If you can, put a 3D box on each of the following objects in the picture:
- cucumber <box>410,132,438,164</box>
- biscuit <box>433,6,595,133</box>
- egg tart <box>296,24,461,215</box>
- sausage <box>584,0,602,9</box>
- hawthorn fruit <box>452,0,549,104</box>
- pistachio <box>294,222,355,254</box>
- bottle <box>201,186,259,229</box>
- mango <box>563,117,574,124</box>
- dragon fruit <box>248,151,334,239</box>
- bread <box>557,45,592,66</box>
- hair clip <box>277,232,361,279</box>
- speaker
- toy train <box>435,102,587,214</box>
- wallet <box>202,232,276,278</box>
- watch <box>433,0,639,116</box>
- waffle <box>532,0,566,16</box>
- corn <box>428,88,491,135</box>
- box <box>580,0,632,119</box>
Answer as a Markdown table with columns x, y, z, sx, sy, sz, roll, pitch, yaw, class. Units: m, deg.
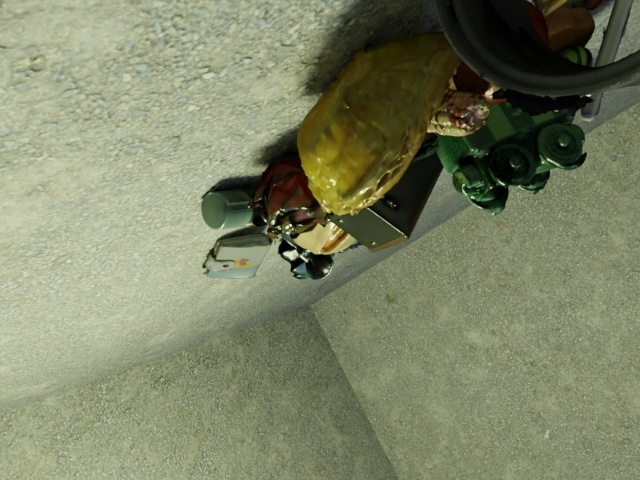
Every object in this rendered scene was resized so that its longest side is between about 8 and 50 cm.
| x | y | z | sx | sy | sz | roll | pitch | yaw | class |
| --- | --- | --- | --- | --- | --- | --- | --- | --- | --- |
| 0.130 | -0.158 | 1.082 | 0.211 | 0.078 | 0.062 | -29 | 140 | -21 | cucumber |
| 0.391 | -0.361 | 1.195 | 0.455 | 0.078 | 0.350 | -21 | 170 | -29 | biscuit |
| 0.081 | -0.205 | 0.872 | 0.339 | 0.153 | 0.351 | -58 | -165 | 0 | egg tart |
| 0.572 | -0.515 | 1.045 | 0.029 | 0.029 | 0.223 | -24 | 168 | -17 | sausage |
| 0.298 | -0.326 | 0.922 | 0.169 | 0.169 | 0.188 | -28 | 133 | -1 | hawthorn fruit |
| 0.031 | -0.074 | 1.424 | 0.187 | 0.187 | 0.299 | -18 | 160 | -41 | pistachio |
| -0.130 | -0.078 | 1.212 | 0.082 | 0.082 | 0.286 | -36 | 165 | 36 | bottle |
| 0.660 | -0.368 | 1.638 | 0.193 | 0.146 | 0.316 | -34 | -179 | 33 | mango |
| -0.045 | -0.094 | 1.109 | 0.182 | 0.188 | 0.182 | 0 | 136 | 0 | dragon fruit |
| 0.528 | -0.361 | 1.192 | 0.130 | 0.071 | 0.139 | -22 | 167 | -5 | bread |
| -0.005 | 0.003 | 1.669 | 0.310 | 0.194 | 0.206 | -35 | 178 | 25 | hair clip |
| 0.140 | -0.118 | 1.205 | 0.231 | 0.153 | 0.192 | -60 | -167 | -23 | speaker |
| 0.385 | -0.201 | 1.137 | 0.299 | 0.238 | 0.167 | -22 | 167 | -16 | toy train |
| -0.235 | 0.043 | 1.537 | 0.170 | 0.069 | 0.231 | -2 | 155 | -24 | wallet |
| 0.233 | -0.285 | 0.524 | 0.314 | 0.327 | 0.335 | -17 | 165 | -42 | watch |
| 0.405 | -0.461 | 0.838 | 0.221 | 0.055 | 0.248 | -34 | 166 | 29 | waffle |
| 0.203 | -0.233 | 0.987 | 0.092 | 0.092 | 0.280 | -25 | -154 | -13 | corn |
| 0.610 | -0.399 | 1.168 | 0.142 | 0.044 | 0.285 | -12 | 118 | -63 | box |
